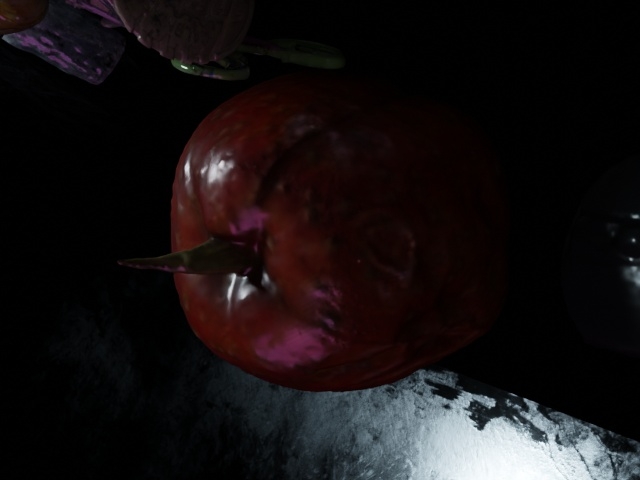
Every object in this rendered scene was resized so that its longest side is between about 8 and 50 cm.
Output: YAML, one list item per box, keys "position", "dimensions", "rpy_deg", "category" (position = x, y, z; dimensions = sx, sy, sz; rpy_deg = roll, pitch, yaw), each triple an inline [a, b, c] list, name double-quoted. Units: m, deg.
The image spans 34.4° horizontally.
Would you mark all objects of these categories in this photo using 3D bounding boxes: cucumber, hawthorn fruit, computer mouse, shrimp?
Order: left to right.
- position: [-0.243, -0.181, 0.711]
  dimensions: [0.115, 0.051, 0.217]
  rpy_deg: [35, 173, -15]
  category: "shrimp"
- position: [-0.234, -0.190, 0.942]
  dimensions: [0.112, 0.064, 0.064]
  rpy_deg: [24, 171, -16]
  category: "cucumber"
- position: [0.016, -0.005, 0.760]
  dimensions: [0.258, 0.258, 0.262]
  rpy_deg: [23, -168, 6]
  category: "hawthorn fruit"
- position: [0.263, 0.022, 0.610]
  dimensions: [0.270, 0.137, 0.086]
  rpy_deg: [17, 173, 34]
  category: "computer mouse"

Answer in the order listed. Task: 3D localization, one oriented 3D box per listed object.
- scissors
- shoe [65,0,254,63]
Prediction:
- position: [-0.083, -0.147, 0.759]
  dimensions: [0.133, 0.020, 0.187]
  rpy_deg: [-13, -150, -41]
  category: "scissors"
- position: [-0.130, -0.174, 0.656]
  dimensions: [0.180, 0.089, 0.092]
  rpy_deg: [33, 166, -33]
  category: "shoe"
